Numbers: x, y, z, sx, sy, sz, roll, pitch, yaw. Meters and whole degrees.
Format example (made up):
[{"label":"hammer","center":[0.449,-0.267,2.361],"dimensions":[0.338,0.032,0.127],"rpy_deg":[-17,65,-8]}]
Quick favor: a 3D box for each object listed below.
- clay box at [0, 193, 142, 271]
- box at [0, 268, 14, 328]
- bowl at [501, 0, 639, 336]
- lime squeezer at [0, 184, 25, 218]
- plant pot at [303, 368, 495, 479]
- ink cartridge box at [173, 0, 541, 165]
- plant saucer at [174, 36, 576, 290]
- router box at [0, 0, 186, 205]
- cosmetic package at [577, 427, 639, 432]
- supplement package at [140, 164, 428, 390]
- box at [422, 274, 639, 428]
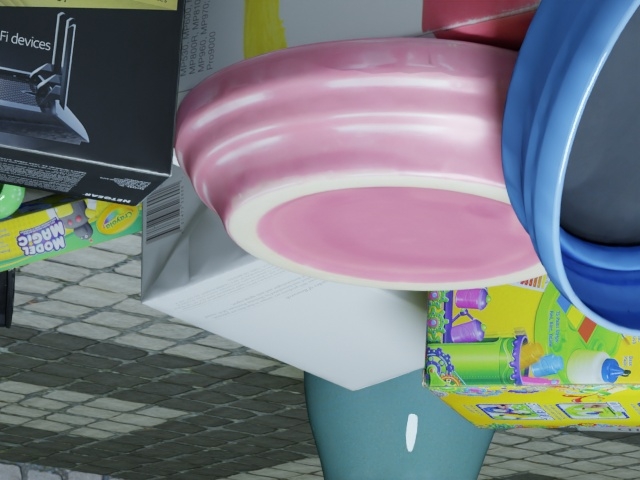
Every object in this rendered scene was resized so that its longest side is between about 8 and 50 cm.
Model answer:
[{"label":"clay box","center":[-0.271,-0.014,1.979],"dimensions":[0.222,0.053,0.127],"rpy_deg":[-16,-171,-29]},{"label":"box","center":[-0.501,0.027,2.313],"dimensions":[0.296,0.073,0.293],"rpy_deg":[5,164,-9]},{"label":"bowl","center":[0.279,-0.115,1.261],"dimensions":[0.391,0.391,0.077],"rpy_deg":[24,-162,-49]},{"label":"lime squeezer","center":[-0.335,-0.046,1.763],"dimensions":[0.310,0.058,0.110],"rpy_deg":[-13,161,18]},{"label":"plant pot","center":[0.104,0.205,2.459],"dimensions":[0.272,0.255,0.271],"rpy_deg":[3,163,1]},{"label":"ink cartridge box","center":[0.066,-0.149,1.446],"dimensions":[0.385,0.160,0.279],"rpy_deg":[-10,159,35]},{"label":"plant saucer","center":[0.061,-0.039,1.389],"dimensions":[0.332,0.084,0.332],"rpy_deg":[4,161,1]},{"label":"router box","center":[-0.243,-0.170,1.298],"dimensions":[0.309,0.242,0.081],"rpy_deg":[11,162,-21]},{"label":"cosmetic package","center":[0.384,0.094,2.199],"dimensions":[0.230,0.161,0.453],"rpy_deg":[0,164,11]},{"label":"supplement package","center":[0.000,0.000,1.796],"dimensions":[0.175,0.177,0.293],"rpy_deg":[-22,147,35]},{"label":"box","center":[0.248,0.001,1.687],"dimensions":[0.279,0.289,0.177],"rpy_deg":[-2,163,20]}]
